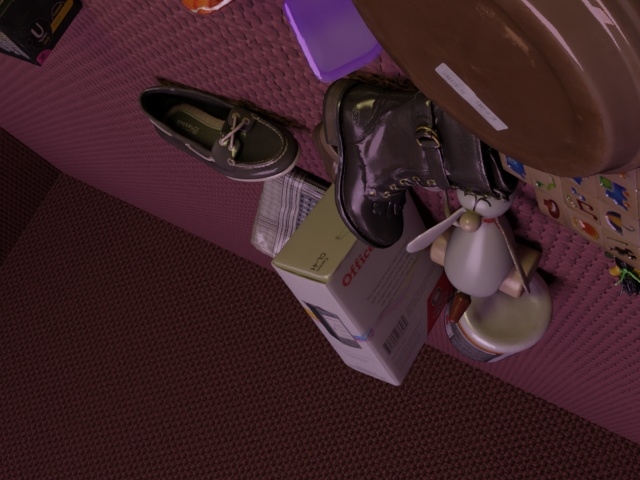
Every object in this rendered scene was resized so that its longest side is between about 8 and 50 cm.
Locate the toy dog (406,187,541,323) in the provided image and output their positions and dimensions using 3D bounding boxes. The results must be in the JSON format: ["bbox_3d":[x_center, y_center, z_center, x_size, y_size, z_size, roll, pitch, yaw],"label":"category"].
[{"bbox_3d":[0.210,0.020,0.908,0.220,0.160,0.334,17,164,42],"label":"toy dog"}]

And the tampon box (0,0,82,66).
[{"bbox_3d":[-0.466,-0.351,0.945,0.161,0.120,0.101,23,167,22],"label":"tampon box"}]

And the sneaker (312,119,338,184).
[{"bbox_3d":[0.050,-0.092,0.927,0.188,0.066,0.071,63,161,-12],"label":"sneaker"}]

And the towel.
[{"bbox_3d":[0.000,0.000,1.315,0.312,0.056,0.324,27,148,5],"label":"towel"}]

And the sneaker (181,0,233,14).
[{"bbox_3d":[-0.092,-0.272,0.630,0.175,0.064,0.067,0,136,52],"label":"sneaker"}]

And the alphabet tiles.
[{"bbox_3d":[0.210,-0.069,0.523,0.198,0.009,0.237,42,172,43],"label":"alphabet tiles"}]

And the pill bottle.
[{"bbox_3d":[0.314,0.140,1.180,0.162,0.162,0.278,26,168,10],"label":"pill bottle"}]

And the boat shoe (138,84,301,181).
[{"bbox_3d":[-0.181,-0.182,1.054,0.335,0.112,0.095,23,172,36],"label":"boat shoe"}]

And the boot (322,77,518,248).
[{"bbox_3d":[0.119,-0.076,0.740,0.229,0.091,0.262,18,139,42],"label":"boot"}]

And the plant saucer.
[{"bbox_3d":[0.109,-0.135,0.434,0.278,0.041,0.278,42,179,1],"label":"plant saucer"}]

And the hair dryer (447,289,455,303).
[{"bbox_3d":[0.176,0.080,1.437,0.224,0.080,0.293,19,163,44],"label":"hair dryer"}]

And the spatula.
[{"bbox_3d":[-0.026,-0.256,0.525,0.084,0.030,0.296,-22,140,14],"label":"spatula"}]

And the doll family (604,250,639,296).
[{"bbox_3d":[0.413,0.036,0.756,0.111,0.076,0.193,37,161,-19],"label":"doll family"}]

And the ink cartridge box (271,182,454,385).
[{"bbox_3d":[0.086,0.064,1.077,0.131,0.226,0.306,14,148,42],"label":"ink cartridge box"}]
